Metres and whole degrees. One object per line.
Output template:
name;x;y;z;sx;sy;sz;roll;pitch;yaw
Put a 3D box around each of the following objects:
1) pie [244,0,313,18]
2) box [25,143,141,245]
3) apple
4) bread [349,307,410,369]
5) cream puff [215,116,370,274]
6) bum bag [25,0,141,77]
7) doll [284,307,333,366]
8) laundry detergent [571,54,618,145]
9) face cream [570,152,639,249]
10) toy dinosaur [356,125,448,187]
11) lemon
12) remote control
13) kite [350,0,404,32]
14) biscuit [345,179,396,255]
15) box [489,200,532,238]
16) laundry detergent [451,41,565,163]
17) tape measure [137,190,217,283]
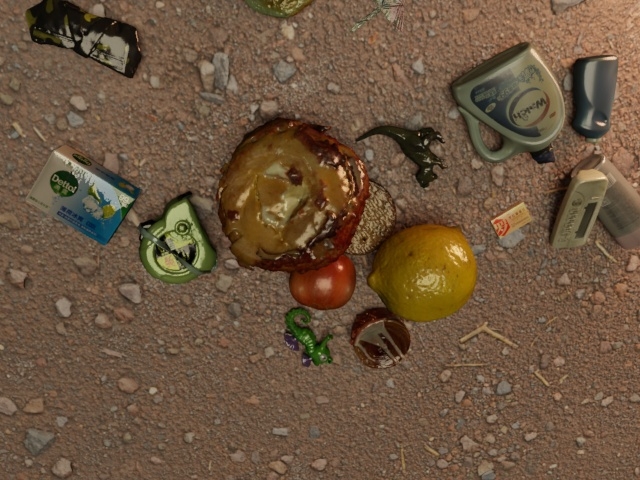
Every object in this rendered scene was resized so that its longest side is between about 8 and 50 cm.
pie;-0.086;-0.573;1.089;0.240;0.054;0.241;-3;112;-7
box;-0.528;-0.101;1.212;0.194;0.073;0.139;33;105;-16
apple;0.007;0.091;1.296;0.163;0.163;0.139;12;102;-10
bread;0.156;0.254;1.415;0.160;0.073;0.161;-1;114;-3
cream puff;-0.051;-0.090;1.172;0.350;0.228;0.351;-2;85;17
bum bag;-0.482;-0.421;1.104;0.232;0.060;0.107;20;98;-14
doll;-0.030;0.258;1.411;0.115;0.050;0.190;-33;108;11
laundry detergent;0.634;-0.320;1.253;0.096;0.061;0.206;-12;112;-10
face cream;0.732;-0.092;1.340;0.107;0.073;0.269;-38;110;26
toy dinosaur;0.198;-0.187;1.246;0.178;0.087;0.187;-23;110;2
lemon;0.237;0.077;1.275;0.253;0.228;0.228;-18;111;5
remote control;0.626;-0.073;1.316;0.090;0.049;0.230;-8;136;-2
kite;0.129;-0.497;1.165;0.137;0.005;0.152;41;103;-17
biscuit;0.092;-0.057;1.303;0.187;0.027;0.188;-2;101;-9
box;0.480;-0.052;1.362;0.093;0.015;0.058;-32;109;6
laundry detergent;0.441;-0.278;1.225;0.214;0.105;0.280;-27;115;19
tape measure;-0.335;0.011;1.260;0.175;0.106;0.200;-28;113;-10
